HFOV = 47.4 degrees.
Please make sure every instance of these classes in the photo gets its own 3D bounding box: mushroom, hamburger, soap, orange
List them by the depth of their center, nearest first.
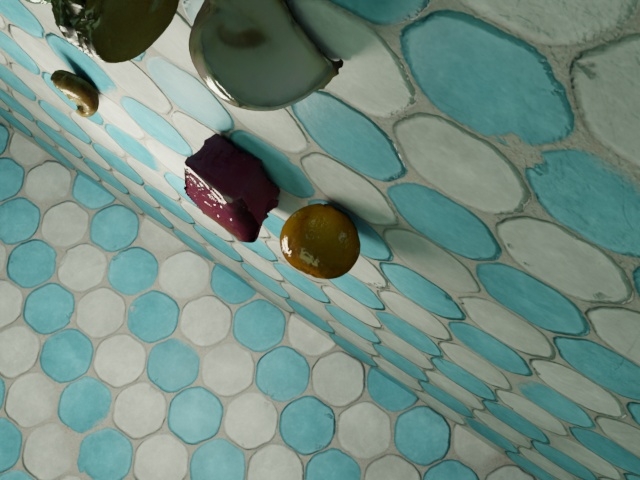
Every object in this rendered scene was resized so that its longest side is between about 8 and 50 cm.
[{"bbox_3d":[-0.128,-0.267,1.008,0.236,0.162,0.173,46,160,-30],"label":"mushroom"},{"bbox_3d":[-0.298,-0.355,1.046,0.122,0.189,0.215,31,162,11],"label":"hamburger"},{"bbox_3d":[0.000,0.004,1.565,0.177,0.155,0.177,35,173,5],"label":"orange"},{"bbox_3d":[-0.213,-0.115,1.732,0.220,0.127,0.325,38,166,1],"label":"soap"},{"bbox_3d":[-0.633,-0.384,1.926,0.094,0.072,0.210,34,168,15],"label":"mushroom"}]

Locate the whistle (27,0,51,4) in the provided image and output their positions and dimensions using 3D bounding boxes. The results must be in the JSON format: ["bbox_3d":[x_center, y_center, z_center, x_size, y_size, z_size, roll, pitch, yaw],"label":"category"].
[{"bbox_3d":[-0.586,-0.524,1.358,0.244,0.092,0.110,41,169,-23],"label":"whistle"}]
